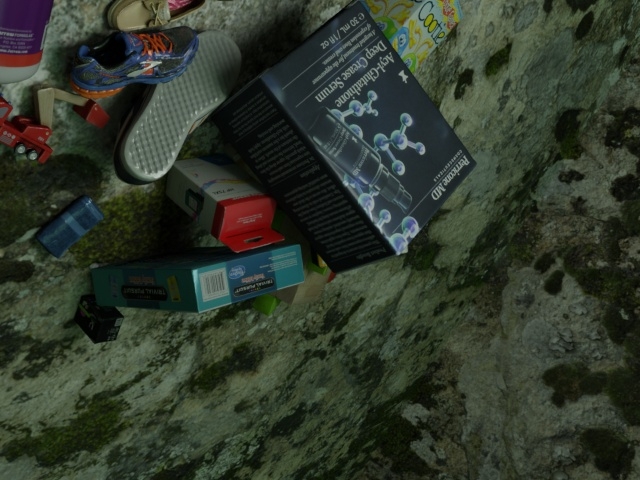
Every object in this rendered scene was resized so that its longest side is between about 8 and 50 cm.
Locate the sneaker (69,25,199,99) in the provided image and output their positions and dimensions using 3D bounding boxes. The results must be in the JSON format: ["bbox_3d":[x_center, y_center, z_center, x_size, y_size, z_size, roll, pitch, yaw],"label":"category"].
[{"bbox_3d":[-0.293,-0.296,1.188,0.221,0.083,0.087,-29,163,-23],"label":"sneaker"}]

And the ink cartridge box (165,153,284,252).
[{"bbox_3d":[-0.180,-0.076,1.442,0.134,0.231,0.078,-16,133,-43],"label":"ink cartridge box"}]

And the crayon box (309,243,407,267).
[{"bbox_3d":[0.065,-0.119,1.612,0.203,0.083,0.323,-9,98,-12],"label":"crayon box"}]

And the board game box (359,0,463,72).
[{"bbox_3d":[0.151,-0.446,1.578,0.275,0.142,0.144,-49,148,-4],"label":"board game box"}]

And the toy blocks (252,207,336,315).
[{"bbox_3d":[0.000,0.000,1.813,0.261,0.191,0.381,1,112,-64],"label":"toy blocks"}]

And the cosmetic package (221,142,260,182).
[{"bbox_3d":[-0.159,-0.163,1.562,0.060,0.041,0.115,-42,147,-16],"label":"cosmetic package"}]

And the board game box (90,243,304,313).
[{"bbox_3d":[-0.238,0.068,1.427,0.254,0.336,0.079,-13,98,-45],"label":"board game box"}]

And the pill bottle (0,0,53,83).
[{"bbox_3d":[-0.410,-0.369,0.910,0.181,0.181,0.323,-7,127,-49],"label":"pill bottle"}]

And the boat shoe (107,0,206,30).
[{"bbox_3d":[-0.260,-0.379,1.203,0.170,0.059,0.063,-34,144,-27],"label":"boat shoe"}]

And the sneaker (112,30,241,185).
[{"bbox_3d":[-0.263,-0.232,1.301,0.126,0.127,0.321,41,63,-21],"label":"sneaker"}]

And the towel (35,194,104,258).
[{"bbox_3d":[-0.451,-0.025,1.342,0.119,0.029,0.067,-43,146,-14],"label":"towel"}]

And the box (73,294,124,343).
[{"bbox_3d":[-0.441,0.155,1.480,0.052,0.083,0.062,-4,125,-51],"label":"box"}]

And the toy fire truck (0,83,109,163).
[{"bbox_3d":[-0.441,-0.196,1.168,0.135,0.047,0.192,-53,147,1],"label":"toy fire truck"}]

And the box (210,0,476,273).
[{"bbox_3d":[0.048,-0.187,1.402,0.293,0.395,0.212,-47,-165,-32],"label":"box"}]
